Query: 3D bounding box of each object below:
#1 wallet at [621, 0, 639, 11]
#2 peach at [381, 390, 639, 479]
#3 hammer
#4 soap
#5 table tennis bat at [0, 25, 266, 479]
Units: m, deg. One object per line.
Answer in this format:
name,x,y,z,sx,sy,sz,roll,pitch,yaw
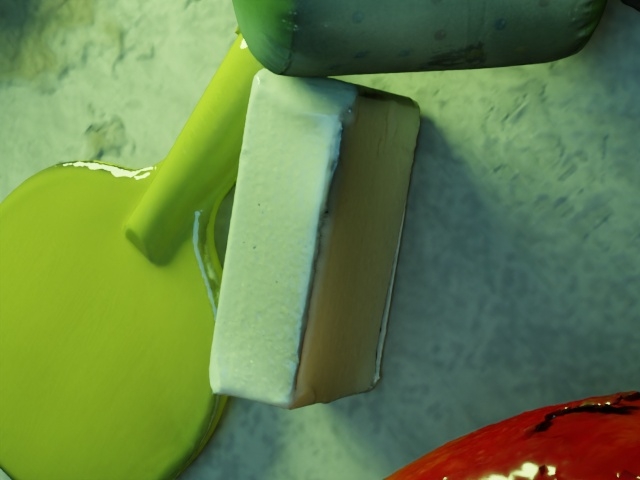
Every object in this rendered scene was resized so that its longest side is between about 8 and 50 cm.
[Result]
wallet,0.271,-0.191,0.747,0.182,0.049,0.229,33,105,22
peach,0.125,0.233,0.651,0.370,0.370,0.370,0,90,26
hammer,0.038,-0.249,0.813,0.206,0.119,0.336,-4,69,-12
soap,0.000,0.000,0.836,0.063,0.121,0.183,11,94,25
table tennis bat,-0.118,0.013,0.936,0.224,0.054,0.369,43,112,21
